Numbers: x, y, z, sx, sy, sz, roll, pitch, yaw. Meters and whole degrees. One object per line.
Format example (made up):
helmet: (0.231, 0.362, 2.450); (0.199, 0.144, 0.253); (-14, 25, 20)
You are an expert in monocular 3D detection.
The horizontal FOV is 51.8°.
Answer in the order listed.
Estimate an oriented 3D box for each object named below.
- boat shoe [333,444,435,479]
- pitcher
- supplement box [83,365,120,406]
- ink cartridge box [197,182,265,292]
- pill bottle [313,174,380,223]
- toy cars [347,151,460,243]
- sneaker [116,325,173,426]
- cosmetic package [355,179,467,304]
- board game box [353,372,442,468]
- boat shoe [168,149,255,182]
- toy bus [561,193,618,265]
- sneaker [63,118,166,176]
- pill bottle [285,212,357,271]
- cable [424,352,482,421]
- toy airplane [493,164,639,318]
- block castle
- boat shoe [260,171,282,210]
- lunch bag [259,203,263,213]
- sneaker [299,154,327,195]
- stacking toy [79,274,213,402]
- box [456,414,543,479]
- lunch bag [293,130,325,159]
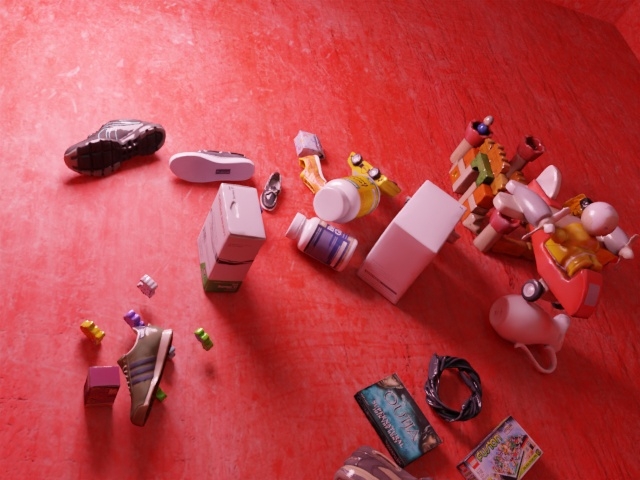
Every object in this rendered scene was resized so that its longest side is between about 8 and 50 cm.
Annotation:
boat shoe: (0.197, 0.527, 1.294); (0.355, 0.132, 0.130); (36, 45, 2)
pitcher: (0.552, 0.246, 1.748); (0.207, 0.125, 0.178); (23, 65, -19)
supplement box: (-0.405, 0.270, 1.218); (0.055, 0.083, 0.043); (4, 51, -27)
ink cartridge box: (-0.203, -0.003, 1.473); (0.086, 0.208, 0.153); (5, 51, -25)
pill bottle: (0.067, -0.108, 1.736); (0.117, 0.117, 0.208); (46, 27, 13)
toy cars: (0.219, -0.106, 1.874); (0.393, 0.087, 0.176); (39, 8, 5)
sneaker: (-0.345, 0.249, 1.246); (0.086, 0.064, 0.192); (14, 62, -4)
cosmetic package: (0.234, 0.002, 1.696); (0.138, 0.225, 0.224); (38, 44, 5)
board game box: (0.173, 0.397, 1.465); (0.126, 0.026, 0.186); (-17, 63, -37)
boat shoe: (-0.283, -0.203, 1.701); (0.228, 0.080, 0.076); (-3, 37, -27)
toy bus: (0.875, -0.010, 2.128); (0.211, 0.149, 0.220); (28, 40, -23)
sneaker: (-0.510, -0.232, 1.603); (0.106, 0.101, 0.267); (33, 39, 29)
pill bottle: (0.000, 0.000, 1.662); (0.169, 0.094, 0.094); (29, 45, -4)
cable: (0.319, 0.359, 1.572); (0.150, 0.047, 0.184); (27, 42, -12)
toy airplane: (0.642, -0.037, 1.709); (0.384, 0.272, 0.386); (52, 48, -1)
block castle: (0.600, -0.170, 2.052); (0.303, 0.213, 0.453); (12, 49, -20)
boat shoe: (-0.127, -0.132, 1.746); (0.046, 0.038, 0.125); (23, 45, -9)
lunch bag: (-0.194, -0.079, 1.643); (0.098, 0.067, 0.065); (-11, 59, -36)
sneaker: (-0.019, -0.162, 1.829); (0.067, 0.064, 0.175); (-13, 53, -10)
stacking toy: (-0.347, 0.196, 1.337); (0.221, 0.052, 0.167); (43, 54, 1)
box: (0.411, 0.500, 1.500); (0.207, 0.036, 0.114); (-26, 68, -41)
lunch bag: (-0.028, -0.274, 1.914); (0.083, 0.053, 0.071); (13, 49, -31)
